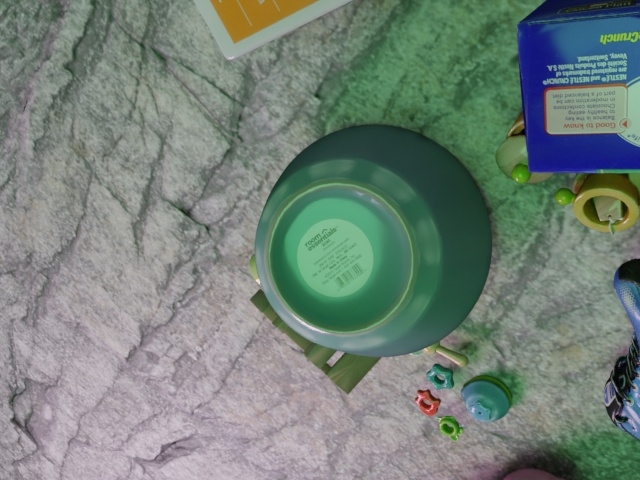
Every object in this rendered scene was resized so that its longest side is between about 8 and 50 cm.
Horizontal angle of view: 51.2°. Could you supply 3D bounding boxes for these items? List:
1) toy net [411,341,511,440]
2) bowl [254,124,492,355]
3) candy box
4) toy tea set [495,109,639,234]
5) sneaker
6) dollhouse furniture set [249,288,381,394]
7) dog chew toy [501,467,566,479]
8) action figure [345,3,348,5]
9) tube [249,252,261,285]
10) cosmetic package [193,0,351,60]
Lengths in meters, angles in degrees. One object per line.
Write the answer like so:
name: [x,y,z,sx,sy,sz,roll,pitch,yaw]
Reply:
toy net: [0.169,0.180,0.972,0.122,0.045,0.232,-33,95,39]
bowl: [0.046,0.012,0.814,0.312,0.163,0.311,2,97,17]
candy box: [0.325,-0.158,0.530,0.268,0.317,0.122,4,118,29]
toy tea set: [0.345,-0.045,0.669,0.336,0.124,0.200,10,141,27]
sneaker: [0.393,0.167,0.775,0.147,0.130,0.330,-12,116,37]
dollhouse furniture set: [0.007,0.115,1.009,0.144,0.123,0.151,48,172,-35]
dog chew toy: [0.251,0.457,0.980,0.207,0.206,0.332,39,120,6]
action figure: [0.030,-0.322,0.770,0.232,0.063,0.137,-1,113,27]
tube: [0.000,0.000,0.966,0.240,0.070,0.062,-29,59,34]
cosmetic package: [0.062,-0.366,0.590,0.453,0.161,0.230,-18,116,29]
